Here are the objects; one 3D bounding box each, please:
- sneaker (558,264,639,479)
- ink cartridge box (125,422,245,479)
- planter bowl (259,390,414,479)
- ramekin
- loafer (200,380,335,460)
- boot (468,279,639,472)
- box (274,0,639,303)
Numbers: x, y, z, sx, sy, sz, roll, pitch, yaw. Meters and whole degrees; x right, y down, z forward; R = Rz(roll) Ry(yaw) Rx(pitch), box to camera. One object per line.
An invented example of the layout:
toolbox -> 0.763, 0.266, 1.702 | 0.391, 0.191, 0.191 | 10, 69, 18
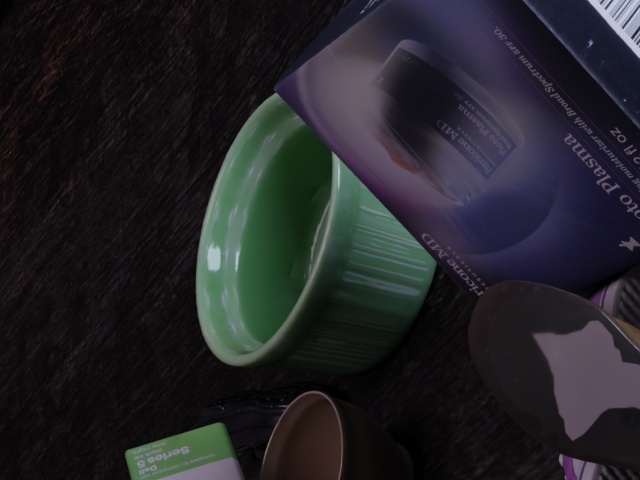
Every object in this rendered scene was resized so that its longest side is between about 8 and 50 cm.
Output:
sneaker -> 0.231, 0.173, 1.453 | 0.161, 0.102, 0.282 | -37, 38, 59
ink cartridge box -> -0.102, 0.351, 1.781 | 0.273, 0.114, 0.198 | -116, 13, -54
planter bowl -> 0.025, 0.239, 1.770 | 0.162, 0.109, 0.162 | -36, 47, 50
ramekin -> 0.000, 0.000, 1.897 | 0.303, 0.148, 0.303 | -37, 45, 50
loafer -> -0.051, 0.206, 1.983 | 0.223, 0.076, 0.078 | -14, 100, 52
boot -> 0.245, 0.118, 1.332 | 0.305, 0.115, 0.112 | 27, 105, 37
box -> 0.172, -0.119, 1.441 | 0.183, 0.296, 0.294 | -50, 10, -34
